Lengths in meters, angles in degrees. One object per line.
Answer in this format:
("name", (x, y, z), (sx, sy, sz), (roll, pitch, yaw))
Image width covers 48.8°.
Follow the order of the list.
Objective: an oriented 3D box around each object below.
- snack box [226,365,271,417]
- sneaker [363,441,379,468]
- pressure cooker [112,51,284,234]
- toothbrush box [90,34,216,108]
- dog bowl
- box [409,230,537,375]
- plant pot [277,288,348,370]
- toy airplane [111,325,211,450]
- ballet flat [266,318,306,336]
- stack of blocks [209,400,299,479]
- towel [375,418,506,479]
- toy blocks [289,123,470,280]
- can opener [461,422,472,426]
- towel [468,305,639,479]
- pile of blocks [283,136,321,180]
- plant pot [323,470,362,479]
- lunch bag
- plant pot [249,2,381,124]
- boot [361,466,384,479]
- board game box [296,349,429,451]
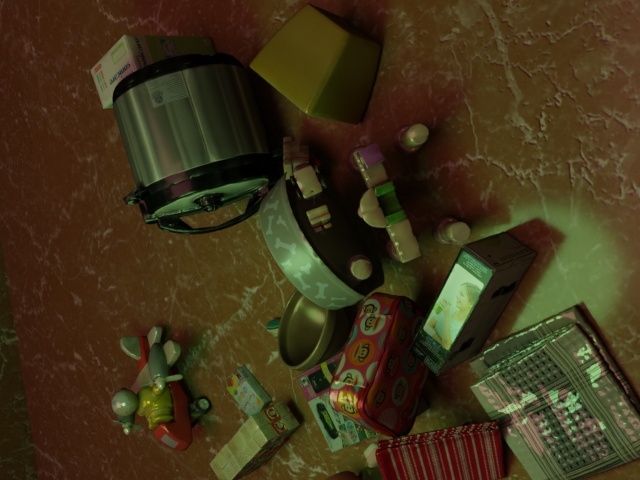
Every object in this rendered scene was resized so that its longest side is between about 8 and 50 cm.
("snack box", (-0.220, 0.469, 2.161), (0.141, 0.037, 0.100), (47, 130, 23))
("sneaker", (0.146, 0.585, 1.845), (0.070, 0.051, 0.134), (38, 132, 46))
("pressure cooker", (-0.319, -0.228, 1.827), (0.370, 0.375, 0.420), (-20, 87, 41))
("toothbrush box", (-0.448, -0.464, 1.945), (0.206, 0.283, 0.122), (-23, 86, 45))
("dog bowl", (0.000, 0.000, 1.583), (0.102, 0.349, 0.348), (-35, 76, 22))
("box", (0.316, 0.131, 1.476), (0.087, 0.169, 0.290), (42, 128, 30))
("plant pot", (-0.006, 0.225, 1.810), (0.237, 0.110, 0.237), (-38, 40, 42))
("toy airplane", (-0.574, 0.479, 2.332), (0.384, 0.272, 0.386), (12, 110, 41))
("ballet flat", (-0.083, 0.243, 1.970), (0.168, 0.057, 0.052), (-10, 122, 48))
("stack of blocks", (-0.182, 0.588, 2.065), (0.087, 0.171, 0.297), (52, 130, 19))
("towel", (0.267, 0.489, 1.555), (0.275, 0.031, 0.198), (-12, 125, 4))
("toy blocks", (0.119, -0.076, 1.550), (0.260, 0.309, 0.288), (-153, 39, -85))
("can opener", (0.325, 0.496, 1.642), (0.073, 0.059, 0.186), (38, 124, 29))
("towel", (0.481, 0.333, 1.453), (0.312, 0.056, 0.324), (-41, 72, 42))
("pile of blocks", (-0.026, -0.086, 1.798), (0.113, 0.149, 0.362), (-3, 115, 0))
("plant pot", (0.080, 0.753, 1.821), (0.243, 0.275, 0.275), (45, 128, 37))
("lunch bag", (0.159, 0.287, 1.579), (0.120, 0.258, 0.293), (5, 64, 41))
("plant pot", (0.010, -0.407, 1.600), (0.212, 0.212, 0.187), (44, 114, 26))
("boot", (0.197, 0.592, 1.733), (0.213, 0.165, 0.077), (124, 147, -64))
("board game box", (0.099, 0.385, 1.799), (0.303, 0.097, 0.224), (-37, 76, 42))
